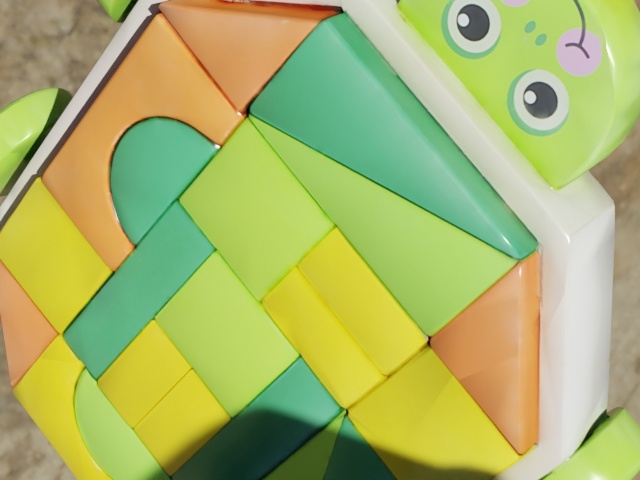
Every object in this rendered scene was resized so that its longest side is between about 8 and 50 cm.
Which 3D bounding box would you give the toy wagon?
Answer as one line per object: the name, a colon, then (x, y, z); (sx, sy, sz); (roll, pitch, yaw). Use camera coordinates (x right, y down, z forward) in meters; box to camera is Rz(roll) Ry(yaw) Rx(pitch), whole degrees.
toy wagon: (0.000, 0.000, 0.480); (0.068, 0.267, 0.344); (-30, 168, -50)
